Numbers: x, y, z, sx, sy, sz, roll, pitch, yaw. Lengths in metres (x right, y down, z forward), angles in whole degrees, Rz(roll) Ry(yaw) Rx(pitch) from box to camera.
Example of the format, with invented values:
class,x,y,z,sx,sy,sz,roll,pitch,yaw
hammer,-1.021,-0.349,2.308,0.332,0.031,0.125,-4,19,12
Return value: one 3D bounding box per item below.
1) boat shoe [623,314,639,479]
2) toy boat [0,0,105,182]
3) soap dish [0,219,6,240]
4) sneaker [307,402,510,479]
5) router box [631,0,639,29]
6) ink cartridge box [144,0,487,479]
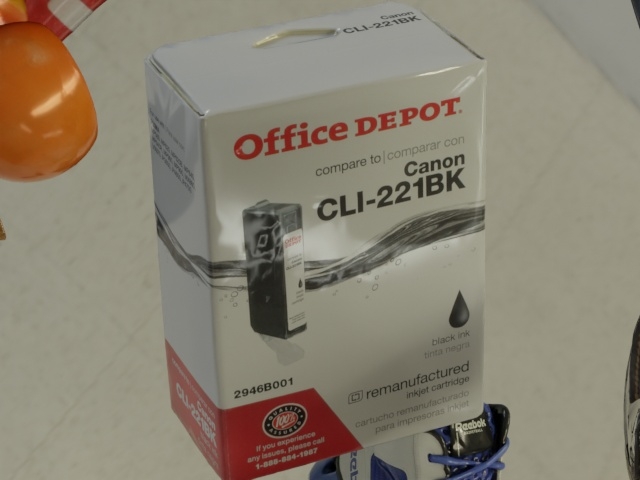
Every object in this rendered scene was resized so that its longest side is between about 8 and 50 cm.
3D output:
class,x,y,z,sx,sy,sz,roll,pitch,yaw
boat shoe,0.231,0.123,0.935,0.355,0.132,0.130,-93,168,-57
toy boat,-0.134,-0.083,0.669,0.151,0.231,0.151,48,5,28
soap dish,-0.436,-0.032,1.518,0.291,0.229,0.118,0,92,-20
sneaker,0.110,0.240,1.484,0.127,0.182,0.315,-9,47,-35
router box,0.210,0.026,0.693,0.243,0.081,0.309,38,36,-63
ink cartridge box,0.000,0.000,1.154,0.197,0.273,0.114,-13,29,-20
